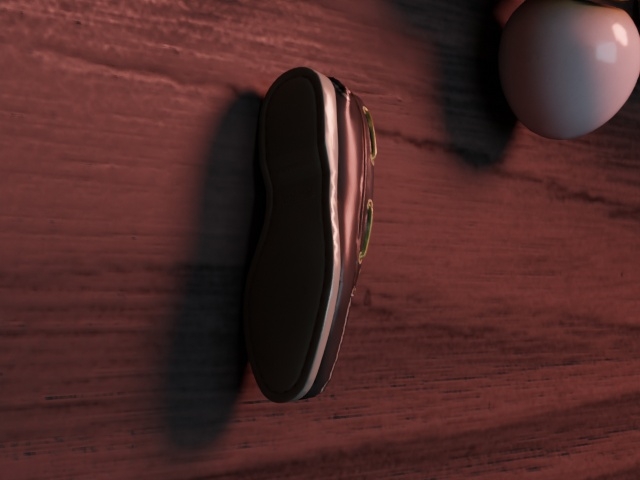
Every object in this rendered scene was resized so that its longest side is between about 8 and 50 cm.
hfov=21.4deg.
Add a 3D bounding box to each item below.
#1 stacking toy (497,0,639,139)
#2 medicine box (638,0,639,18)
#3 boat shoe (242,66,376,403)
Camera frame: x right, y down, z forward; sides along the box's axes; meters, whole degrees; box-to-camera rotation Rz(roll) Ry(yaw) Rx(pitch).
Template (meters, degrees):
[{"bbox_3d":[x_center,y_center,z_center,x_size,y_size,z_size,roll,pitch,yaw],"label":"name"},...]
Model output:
[{"bbox_3d":[0.227,-0.318,1.354,0.350,0.350,0.480,-4,112,-53],"label":"stacking toy"},{"bbox_3d":[0.493,-0.270,1.637,0.263,0.289,0.149,11,77,-52],"label":"medicine box"},{"bbox_3d":[0.000,0.000,1.138,0.068,0.081,0.228,18,71,-47],"label":"boat shoe"}]
